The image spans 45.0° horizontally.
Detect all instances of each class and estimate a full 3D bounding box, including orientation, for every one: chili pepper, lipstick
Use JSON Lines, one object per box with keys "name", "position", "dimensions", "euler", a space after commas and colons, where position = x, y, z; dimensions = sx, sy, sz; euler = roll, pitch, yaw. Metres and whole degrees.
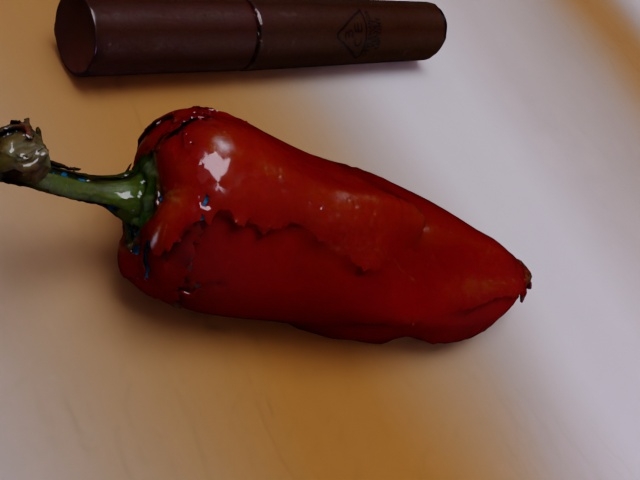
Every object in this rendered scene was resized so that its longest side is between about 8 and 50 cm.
{"name": "chili pepper", "position": [0.000, 0.000, 0.454], "dimensions": [0.387, 0.110, 0.110], "euler": [14, 48, -33]}
{"name": "lipstick", "position": [-0.027, -0.161, 0.599], "dimensions": [0.356, 0.057, 0.057], "euler": [-14, 65, -42]}
